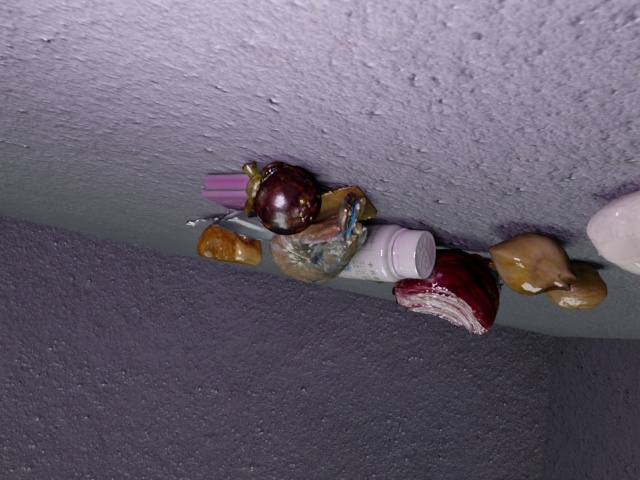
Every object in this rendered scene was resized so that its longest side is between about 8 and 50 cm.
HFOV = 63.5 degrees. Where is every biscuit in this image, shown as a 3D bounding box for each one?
[{"bbox_3d":[0.016,-0.076,1.346,0.232,0.013,0.237,-12,160,16],"label":"biscuit"}]

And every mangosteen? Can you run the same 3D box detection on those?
[{"bbox_3d":[-0.087,-0.094,1.176,0.184,0.172,0.172,5,167,33],"label":"mangosteen"}]

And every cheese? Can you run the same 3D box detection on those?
[{"bbox_3d":[0.618,-0.008,0.936,0.189,0.154,0.198,9,169,-16],"label":"cheese"}]

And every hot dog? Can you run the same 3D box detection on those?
[{"bbox_3d":[-0.319,-0.001,1.848,0.257,0.153,0.150,5,171,38],"label":"hot dog"}]

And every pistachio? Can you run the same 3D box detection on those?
[{"bbox_3d":[0.541,0.059,1.345,0.213,0.162,0.260,30,-174,12],"label":"pistachio"}]

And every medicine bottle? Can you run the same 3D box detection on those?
[{"bbox_3d":[0.177,0.036,1.512,0.293,0.170,0.170,2,165,38],"label":"medicine bottle"}]

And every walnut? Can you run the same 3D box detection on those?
[{"bbox_3d":[0.755,0.135,1.535,0.167,0.149,0.166,-5,-162,2],"label":"walnut"}]

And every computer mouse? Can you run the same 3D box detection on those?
[{"bbox_3d":[-0.185,-0.041,1.462,0.380,0.090,0.167,-4,174,-20],"label":"computer mouse"}]

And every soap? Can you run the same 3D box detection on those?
[{"bbox_3d":[-0.196,-0.126,1.344,0.203,0.065,0.122,2,166,35],"label":"soap"}]

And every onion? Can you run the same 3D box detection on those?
[{"bbox_3d":[0.384,0.105,1.541,0.315,0.280,0.146,13,143,16],"label":"onion"}]

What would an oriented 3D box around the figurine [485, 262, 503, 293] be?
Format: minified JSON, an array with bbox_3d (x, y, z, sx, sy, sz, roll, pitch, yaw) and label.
[{"bbox_3d":[0.553,0.122,1.759,0.145,0.114,0.178,10,-178,-16],"label":"figurine"}]

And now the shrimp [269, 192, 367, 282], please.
[{"bbox_3d":[0.000,0.000,1.384,0.221,0.109,0.445,26,146,-12],"label":"shrimp"}]

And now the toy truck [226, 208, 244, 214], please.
[{"bbox_3d":[-0.263,-0.090,1.680,0.083,0.024,0.032,14,139,2],"label":"toy truck"}]

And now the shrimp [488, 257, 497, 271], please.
[{"bbox_3d":[0.613,0.092,1.646,0.249,0.067,0.150,19,173,-39],"label":"shrimp"}]

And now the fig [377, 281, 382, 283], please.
[{"bbox_3d":[0.211,0.067,1.699,0.144,0.154,0.165,46,144,27],"label":"fig"}]
